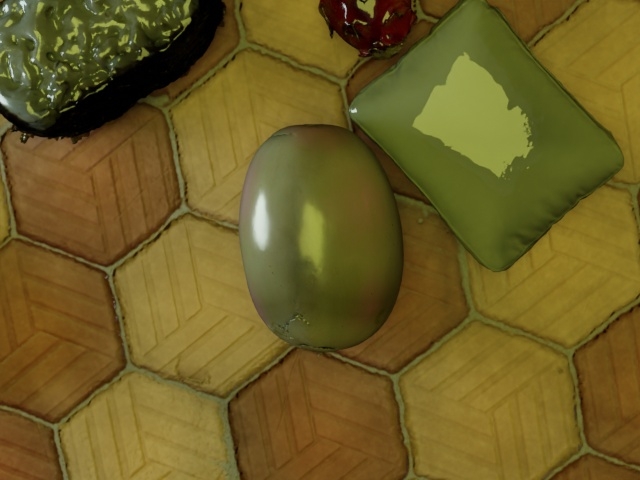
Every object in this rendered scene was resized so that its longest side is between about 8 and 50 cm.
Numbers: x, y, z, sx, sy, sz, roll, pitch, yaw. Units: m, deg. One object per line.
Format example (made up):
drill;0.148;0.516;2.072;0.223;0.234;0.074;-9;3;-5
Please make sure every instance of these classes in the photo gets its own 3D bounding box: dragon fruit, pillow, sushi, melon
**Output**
dragon fruit;0.063;-0.367;1.686;0.125;0.125;0.246;4;80;-24
pillow;0.227;-0.147;1.687;0.255;0.120;0.322;-43;94;8
sushi;-0.309;-0.288;1.671;0.348;0.207;0.234;-29;81;0
melon;0.000;0.000;1.664;0.223;0.223;0.317;-5;96;4
